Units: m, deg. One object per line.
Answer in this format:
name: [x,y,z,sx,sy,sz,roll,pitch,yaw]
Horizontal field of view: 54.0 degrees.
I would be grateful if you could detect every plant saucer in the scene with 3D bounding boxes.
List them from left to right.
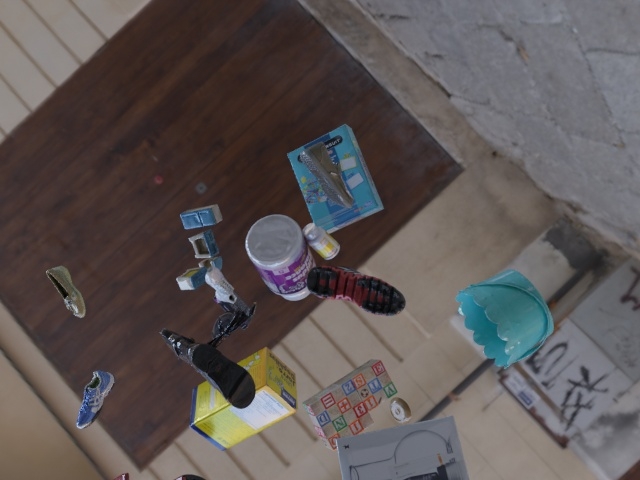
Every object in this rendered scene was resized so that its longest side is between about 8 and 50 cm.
plant saucer: [0.237,0.516,1.894,0.015,0.083,0.083,-14,-129,-42]

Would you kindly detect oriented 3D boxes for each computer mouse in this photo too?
computer mouse: [-0.264,0.233,1.880,0.060,0.184,0.262,48,-172,-3]

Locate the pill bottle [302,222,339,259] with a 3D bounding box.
pill bottle: [0.000,0.000,1.862,0.116,0.065,0.065,45,-178,-35]

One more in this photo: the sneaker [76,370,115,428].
sneaker: [-0.813,0.559,2.224,0.080,0.211,0.081,2,149,29]

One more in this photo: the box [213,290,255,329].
box: [-0.314,0.241,2.297,0.162,0.029,0.116,47,-162,-7]

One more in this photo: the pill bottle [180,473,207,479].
pill bottle: [-0.483,0.969,2.254,0.123,0.219,0.123,17,178,1]

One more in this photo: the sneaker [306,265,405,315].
sneaker: [0.105,0.131,1.712,0.276,0.097,0.135,15,-174,17]

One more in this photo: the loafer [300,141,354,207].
loafer: [0.039,-0.200,1.923,0.094,0.087,0.251,23,156,52]

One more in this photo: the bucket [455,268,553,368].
bucket: [0.573,0.235,1.950,0.281,0.183,0.281,58,172,13]

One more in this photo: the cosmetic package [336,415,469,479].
cosmetic package: [0.210,0.615,1.422,0.097,0.285,0.377,55,-158,-66]

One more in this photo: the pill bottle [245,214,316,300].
pill bottle: [-0.106,0.065,1.883,0.169,0.169,0.301,47,170,29]

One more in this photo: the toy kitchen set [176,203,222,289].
toy kitchen set: [-0.366,0.021,1.887,0.166,0.122,0.207,-42,-61,-57]

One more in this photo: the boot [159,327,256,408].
boot: [-0.307,0.337,1.710,0.263,0.091,0.229,52,156,-24]

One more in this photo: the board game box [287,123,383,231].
board game box: [0.054,-0.221,2.331,0.079,0.254,0.336,10,-122,-68]

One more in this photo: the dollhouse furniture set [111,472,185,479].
dollhouse furniture set: [-0.567,0.812,1.837,0.201,0.374,0.152,20,-135,-37]

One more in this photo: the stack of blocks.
stack of blocks: [0.111,0.552,2.133,0.171,0.297,0.087,62,159,-2]

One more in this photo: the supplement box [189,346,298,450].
supplement box: [-0.285,0.594,2.348,0.194,0.357,0.195,49,-162,-31]

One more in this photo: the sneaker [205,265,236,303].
sneaker: [-0.283,0.128,1.815,0.061,0.053,0.152,19,150,30]

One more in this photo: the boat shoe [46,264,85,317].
boat shoe: [-0.669,0.139,1.654,0.048,0.056,0.153,-20,-101,-47]
